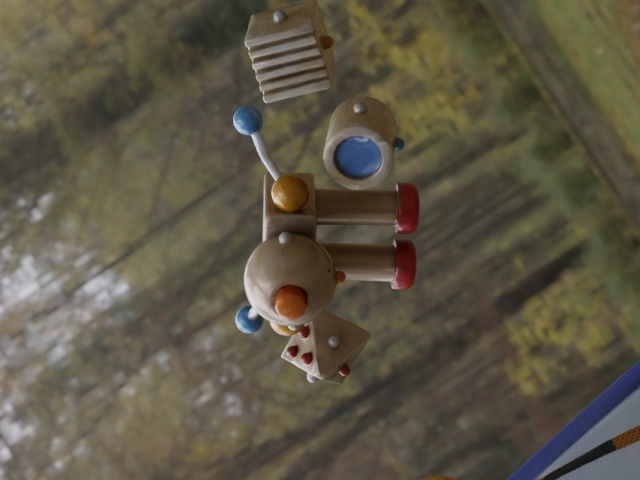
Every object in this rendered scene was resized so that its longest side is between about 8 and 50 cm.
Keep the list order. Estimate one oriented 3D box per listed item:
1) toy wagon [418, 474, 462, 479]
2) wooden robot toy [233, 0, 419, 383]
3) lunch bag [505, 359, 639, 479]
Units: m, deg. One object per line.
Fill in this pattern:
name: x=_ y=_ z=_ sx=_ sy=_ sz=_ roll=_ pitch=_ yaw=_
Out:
toy wagon: x=0.171 y=0.287 z=1.272 sx=0.267 sy=0.068 sz=0.344 roll=-6 pitch=-154 yaw=-46
wooden robot toy: x=0.000 y=0.000 z=0.656 sx=0.079 sy=0.076 sz=0.173 roll=-81 pitch=-8 yaw=-62
lunch bag: x=0.126 y=0.119 z=0.262 sx=0.303 sy=0.243 sz=0.115 roll=25 pitch=149 yaw=58
